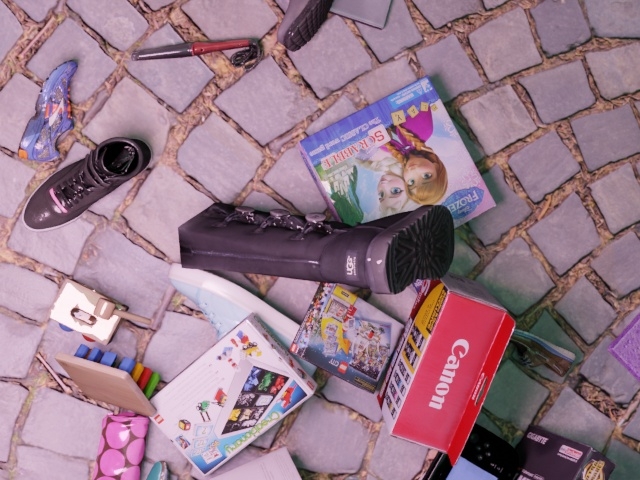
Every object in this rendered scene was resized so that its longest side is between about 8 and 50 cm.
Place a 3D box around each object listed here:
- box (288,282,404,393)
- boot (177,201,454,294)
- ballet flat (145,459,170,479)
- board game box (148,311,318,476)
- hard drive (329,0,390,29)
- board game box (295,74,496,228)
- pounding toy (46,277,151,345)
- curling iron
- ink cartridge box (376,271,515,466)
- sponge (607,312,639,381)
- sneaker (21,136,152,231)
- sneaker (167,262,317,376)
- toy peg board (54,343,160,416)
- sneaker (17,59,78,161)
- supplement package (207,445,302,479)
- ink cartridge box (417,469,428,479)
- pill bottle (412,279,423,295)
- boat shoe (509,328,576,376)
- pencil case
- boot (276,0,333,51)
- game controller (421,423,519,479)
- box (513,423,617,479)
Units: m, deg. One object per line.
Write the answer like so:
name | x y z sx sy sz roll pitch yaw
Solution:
box | 0.056 0.197 1.800 0.233 0.044 0.159 34 78 -40
boot | -0.001 0.000 1.741 0.445 0.367 0.146 3 97 29
ballet flat | -0.333 0.533 1.779 0.070 0.070 0.188 24 85 -7
board game box | -0.181 0.306 1.748 0.305 0.053 0.193 -40 94 19
hard drive | 0.082 -0.520 1.925 0.135 0.022 0.094 16 84 -7
board game box | 0.160 -0.137 1.890 0.318 0.066 0.318 -29 91 -9
pounding toy | -0.425 0.153 1.708 0.181 0.206 0.094 28 83 -7
curling iron | -0.255 -0.386 1.856 0.274 0.035 0.068 -1 86 -9
ink cartridge box | 0.236 0.237 1.739 0.130 0.272 0.309 19 99 -8
sponge | 0.747 0.207 1.980 0.210 0.031 0.117 -45 94 -9
sneaker | -0.465 -0.118 1.750 0.295 0.147 0.105 -33 94 -8
sneaker | -0.165 0.182 1.784 0.366 0.135 0.150 32 77 -5
toy peg board | -0.398 0.251 1.719 0.161 0.161 0.079 11 56 21
sneaker | -0.531 -0.256 1.791 0.087 0.083 0.221 22 89 -21
supplement package | -0.155 0.562 1.717 0.293 0.175 0.178 -21 114 -10
ink cartridge box | 0.261 0.517 1.853 0.143 0.090 0.092 -44 93 -8
pill bottle | 0.228 0.089 1.886 0.067 0.067 0.120 -24 90 -10
boat shoe | 0.460 0.240 1.914 0.183 0.066 0.066 23 84 -7
pencil case | -0.401 0.441 1.755 0.098 0.095 0.209 9 83 8
boot | -0.068 -0.570 1.864 0.222 0.118 0.338 26 74 6
game controller | 0.266 0.523 1.773 0.166 0.067 0.319 32 84 -6
box | 0.424 0.525 1.775 0.073 0.295 0.293 33 83 -8
